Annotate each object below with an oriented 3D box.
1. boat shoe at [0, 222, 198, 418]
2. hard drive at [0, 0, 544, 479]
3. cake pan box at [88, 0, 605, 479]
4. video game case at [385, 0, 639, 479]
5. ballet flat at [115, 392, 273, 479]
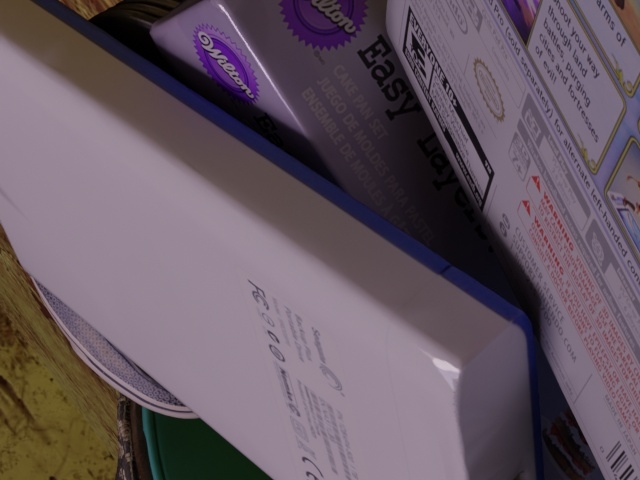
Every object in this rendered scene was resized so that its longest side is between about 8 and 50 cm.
[{"bbox_3d":[-0.172,-0.016,1.114,0.340,0.127,0.158,52,170,3],"label":"boat shoe"},{"bbox_3d":[-0.042,0.020,0.632,0.319,0.040,0.210,35,154,33],"label":"hard drive"},{"bbox_3d":[0.000,0.000,0.665,0.267,0.070,0.246,56,155,-14],"label":"cake pan box"},{"bbox_3d":[0.103,-0.021,0.392,0.244,0.061,0.269,94,154,-67],"label":"video game case"},{"bbox_3d":[-0.070,0.291,1.216,0.164,0.182,0.483,9,-146,-42],"label":"ballet flat"}]
